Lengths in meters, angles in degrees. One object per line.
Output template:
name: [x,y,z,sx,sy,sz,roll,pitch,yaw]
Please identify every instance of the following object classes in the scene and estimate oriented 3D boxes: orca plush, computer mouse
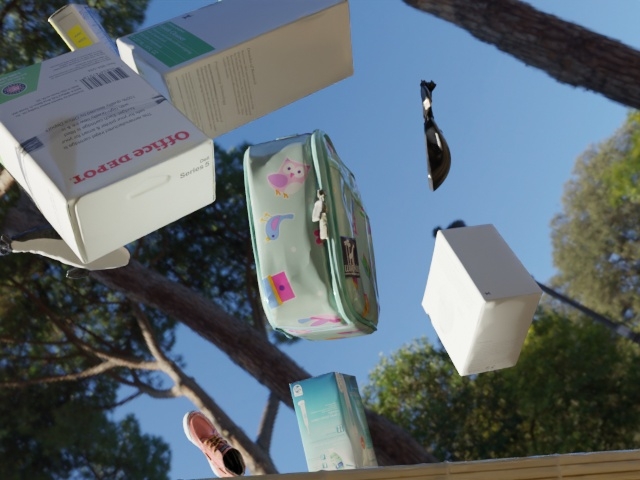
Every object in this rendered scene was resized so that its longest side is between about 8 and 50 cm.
orca plush: [-0.599,0.007,1.625,0.287,0.102,0.151,-6,-57,-20]
computer mouse: [0.279,-0.261,1.662,0.184,0.060,0.261,70,-162,-60]

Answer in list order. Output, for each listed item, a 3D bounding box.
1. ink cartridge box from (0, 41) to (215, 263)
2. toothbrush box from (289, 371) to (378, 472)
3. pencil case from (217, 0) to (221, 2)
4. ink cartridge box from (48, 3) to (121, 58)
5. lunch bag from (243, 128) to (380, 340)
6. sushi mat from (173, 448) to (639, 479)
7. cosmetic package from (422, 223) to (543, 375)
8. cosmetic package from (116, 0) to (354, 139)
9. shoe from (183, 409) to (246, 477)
ink cartridge box: [-0.295,-0.124,0.900,0.198,0.273,0.114,-30,-33,-29]
toothbrush box: [0.043,0.492,1.734,0.126,0.295,0.216,-17,-19,13]
pencil case: [-0.240,-0.368,1.359,0.236,0.104,0.104,-42,-37,3]
ink cartridge box: [-0.446,-0.364,1.496,0.072,0.303,0.307,-33,-68,-2]
lunch bag: [0.000,0.000,0.806,0.279,0.108,0.223,49,-146,-73]
sushi mat: [0.062,0.182,0.323,0.317,0.019,0.151,3,-104,-21]
cosmetic package: [0.334,0.122,1.467,0.138,0.224,0.224,-8,-48,-13]
cosmetic package: [-0.141,-0.325,1.228,0.366,0.197,0.155,-32,-44,-24]
shoe: [-0.232,0.453,1.535,0.063,0.081,0.178,-37,-79,-39]
